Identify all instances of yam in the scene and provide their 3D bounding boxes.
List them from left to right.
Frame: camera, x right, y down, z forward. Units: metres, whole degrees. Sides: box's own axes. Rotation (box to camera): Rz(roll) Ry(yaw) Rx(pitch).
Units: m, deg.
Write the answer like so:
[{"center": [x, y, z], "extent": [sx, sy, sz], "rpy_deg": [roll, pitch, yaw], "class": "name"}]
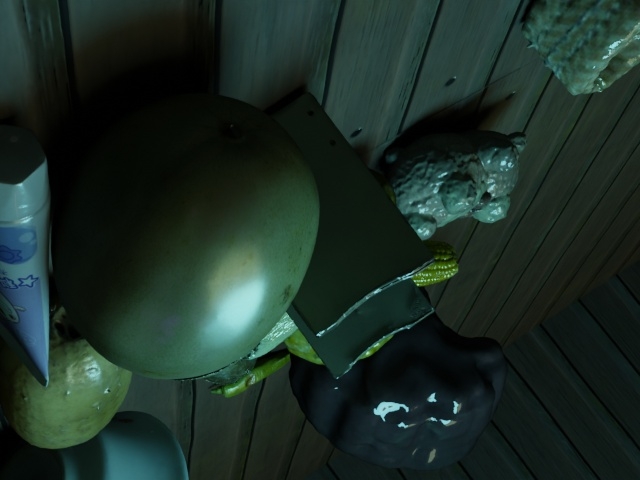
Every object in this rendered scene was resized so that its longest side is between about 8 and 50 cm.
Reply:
[{"center": [-0.165, 0.169, 1.915], "extent": [0.107, 0.107, 0.183], "rpy_deg": [-37, 159, 2], "class": "yam"}]

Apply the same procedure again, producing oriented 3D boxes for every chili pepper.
[{"center": [-0.111, 0.242, 2.281], "extent": [0.208, 0.043, 0.049], "rpy_deg": [-23, 145, -37], "class": "chili pepper"}]

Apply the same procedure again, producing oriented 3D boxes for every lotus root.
[{"center": [-0.325, 0.181, 1.556], "extent": [0.169, 0.151, 0.342], "rpy_deg": [-27, 157, -26], "class": "lotus root"}]

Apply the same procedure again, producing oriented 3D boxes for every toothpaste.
[{"center": [-0.316, 0.023, 1.261], "extent": [0.080, 0.125, 0.371], "rpy_deg": [-35, 159, -28], "class": "toothpaste"}]

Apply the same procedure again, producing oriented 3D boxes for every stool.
[{"center": [0.000, 0.000, 1.515], "extent": [0.170, 0.269, 0.243], "rpy_deg": [-34, 161, -6], "class": "stool"}]

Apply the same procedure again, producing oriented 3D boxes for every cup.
[{"center": [-0.373, 0.398, 1.797], "extent": [0.347, 0.347, 0.163], "rpy_deg": [-42, 137, 17], "class": "cup"}]

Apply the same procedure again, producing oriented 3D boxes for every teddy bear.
[{"center": [0.205, -0.090, 1.869], "extent": [0.236, 0.151, 0.267], "rpy_deg": [-35, 162, 31], "class": "teddy bear"}]

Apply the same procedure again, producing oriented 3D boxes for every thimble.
[{"center": [0.402, -0.322, 1.671], "extent": [0.196, 0.148, 0.229], "rpy_deg": [-16, 155, -52], "class": "thimble"}]

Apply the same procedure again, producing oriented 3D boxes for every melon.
[{"center": [-0.146, 0.003, 1.272], "extent": [0.268, 0.268, 0.330], "rpy_deg": [-21, 152, -40], "class": "melon"}]

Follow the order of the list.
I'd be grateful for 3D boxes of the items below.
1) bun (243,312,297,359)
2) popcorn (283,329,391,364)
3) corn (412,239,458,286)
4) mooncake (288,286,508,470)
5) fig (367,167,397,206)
[{"center": [-0.102, 0.088, 1.773], "extent": [0.204, 0.126, 0.212], "rpy_deg": [-33, 162, -19], "class": "bun"}, {"center": [0.028, 0.097, 1.939], "extent": [0.221, 0.204, 0.183], "rpy_deg": [-17, 158, -10], "class": "popcorn"}, {"center": [0.102, 0.037, 1.845], "extent": [0.231, 0.080, 0.080], "rpy_deg": [-6, 151, -19], "class": "corn"}, {"center": [0.125, 0.215, 2.113], "extent": [0.350, 0.381, 0.212], "rpy_deg": [-37, 155, -40], "class": "mooncake"}, {"center": [0.043, -0.031, 1.756], "extent": [0.166, 0.144, 0.154], "rpy_deg": [-3, 105, -76], "class": "fig"}]
